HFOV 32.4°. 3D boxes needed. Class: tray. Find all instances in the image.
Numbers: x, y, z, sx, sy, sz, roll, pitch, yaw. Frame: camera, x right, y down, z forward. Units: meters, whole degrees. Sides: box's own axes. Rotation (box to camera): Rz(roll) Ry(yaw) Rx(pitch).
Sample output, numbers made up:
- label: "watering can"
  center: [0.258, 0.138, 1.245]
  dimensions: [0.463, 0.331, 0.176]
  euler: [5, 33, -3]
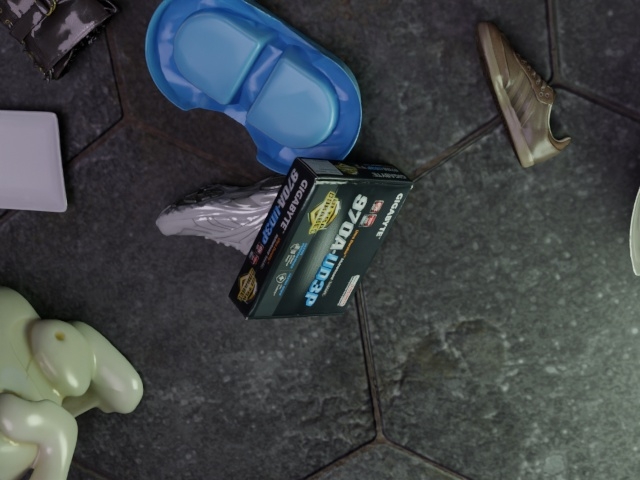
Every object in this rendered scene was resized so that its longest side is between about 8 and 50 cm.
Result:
- label: "tray"
  center: [-0.484, -0.120, 1.564]
  dimensions: [0.270, 0.030, 0.145]
  euler: [4, 112, 14]

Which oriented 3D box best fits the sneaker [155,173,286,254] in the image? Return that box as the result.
- label: "sneaker"
  center: [-0.108, -0.017, 1.470]
  dimensions: [0.232, 0.090, 0.115]
  euler: [-7, 112, 19]

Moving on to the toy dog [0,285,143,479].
- label: "toy dog"
  center: [-0.481, 0.234, 1.490]
  dimensions: [0.285, 0.408, 0.395]
  euler: [-22, 103, 21]

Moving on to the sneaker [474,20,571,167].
- label: "sneaker"
  center: [0.243, -0.185, 1.331]
  dimensions: [0.071, 0.066, 0.188]
  euler: [-21, 109, 4]

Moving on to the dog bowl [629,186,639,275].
- label: "dog bowl"
  center: [0.538, -0.020, 1.282]
  dimensions: [0.349, 0.102, 0.348]
  euler: [5, 111, 13]

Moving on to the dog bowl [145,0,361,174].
- label: "dog bowl"
  center: [-0.077, -0.207, 1.395]
  dimensions: [0.297, 0.074, 0.166]
  euler: [34, 115, 1]

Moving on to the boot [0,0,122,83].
- label: "boot"
  center: [-0.417, -0.302, 1.443]
  dimensions: [0.263, 0.091, 0.229]
  euler: [-33, 98, 22]

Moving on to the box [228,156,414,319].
- label: "box"
  center: [0.000, 0.000, 1.401]
  dimensions: [0.051, 0.175, 0.220]
  euler: [47, 121, 36]
